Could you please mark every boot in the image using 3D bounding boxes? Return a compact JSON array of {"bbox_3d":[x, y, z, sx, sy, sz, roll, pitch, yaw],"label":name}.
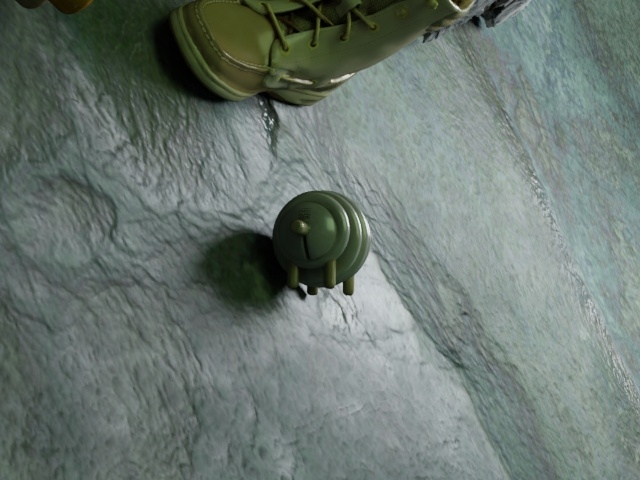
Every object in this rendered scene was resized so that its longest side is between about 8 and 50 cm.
[{"bbox_3d":[0.007,-0.198,1.368,0.262,0.203,0.095,5,62,-60],"label":"boot"}]

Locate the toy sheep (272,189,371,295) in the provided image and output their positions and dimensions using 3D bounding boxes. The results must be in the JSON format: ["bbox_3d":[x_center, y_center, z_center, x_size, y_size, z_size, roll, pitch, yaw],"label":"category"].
[{"bbox_3d":[0.000,0.000,1.320,0.132,0.091,0.091,32,37,-76],"label":"toy sheep"}]

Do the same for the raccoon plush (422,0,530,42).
[{"bbox_3d":[0.106,-0.394,1.840,0.299,0.216,0.446,53,-4,7],"label":"raccoon plush"}]

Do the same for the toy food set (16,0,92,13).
[{"bbox_3d":[-0.211,-0.257,1.125,0.104,0.111,0.232,44,35,-35],"label":"toy food set"}]
